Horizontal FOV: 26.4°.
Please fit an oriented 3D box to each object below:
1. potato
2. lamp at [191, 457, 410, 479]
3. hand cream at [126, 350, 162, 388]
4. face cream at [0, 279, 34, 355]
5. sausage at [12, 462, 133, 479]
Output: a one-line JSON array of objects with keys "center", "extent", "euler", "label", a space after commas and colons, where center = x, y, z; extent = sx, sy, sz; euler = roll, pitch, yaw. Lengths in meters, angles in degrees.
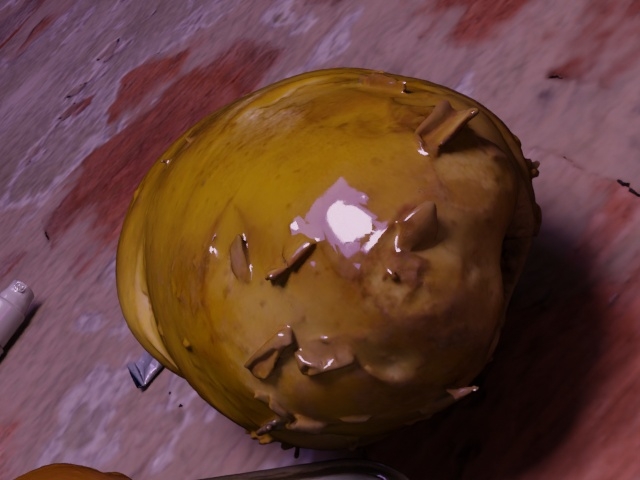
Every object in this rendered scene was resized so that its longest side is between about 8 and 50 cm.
[{"center": [0.000, 0.000, 0.592], "extent": [0.173, 0.140, 0.300], "euler": [-31, 14, -13], "label": "potato"}, {"center": [-0.073, 0.169, 0.394], "extent": [0.266, 0.047, 0.269], "euler": [-5, 28, -9], "label": "lamp"}, {"center": [-0.076, 0.045, 0.783], "extent": [0.093, 0.019, 0.030], "euler": [-52, 28, 0], "label": "hand cream"}, {"center": [-0.244, 0.083, 0.940], "extent": [0.130, 0.034, 0.034], "euler": [-54, 28, -18], "label": "face cream"}, {"center": [-0.111, 0.175, 0.549], "extent": [0.112, 0.112, 0.328], "euler": [-37, 25, 14], "label": "sausage"}]
